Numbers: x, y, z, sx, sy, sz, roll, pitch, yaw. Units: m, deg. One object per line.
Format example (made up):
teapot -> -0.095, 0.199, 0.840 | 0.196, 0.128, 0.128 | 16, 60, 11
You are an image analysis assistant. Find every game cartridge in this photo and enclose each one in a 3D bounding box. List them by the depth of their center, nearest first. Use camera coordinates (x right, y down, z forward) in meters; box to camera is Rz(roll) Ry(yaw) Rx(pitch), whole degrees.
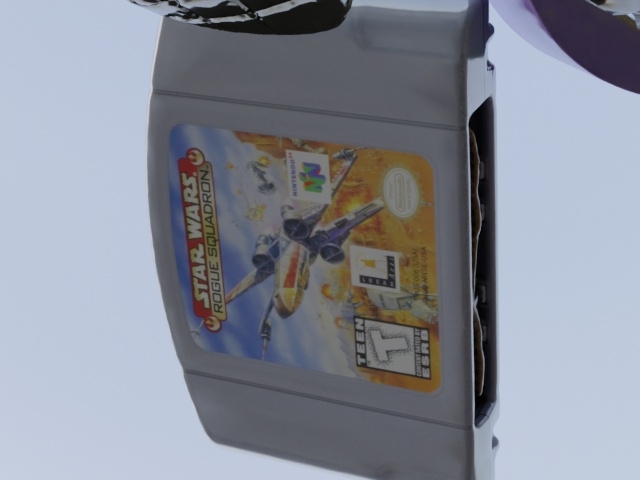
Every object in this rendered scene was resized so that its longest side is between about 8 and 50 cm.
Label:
game cartridge -> 0.000, 0.000, 0.908 | 0.198, 0.062, 0.297 | 7, -63, 21

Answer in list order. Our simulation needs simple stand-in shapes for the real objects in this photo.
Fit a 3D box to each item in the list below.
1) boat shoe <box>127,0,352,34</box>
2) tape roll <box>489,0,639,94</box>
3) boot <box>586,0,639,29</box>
boat shoe -> -0.061, -0.182, 0.599 | 0.122, 0.120, 0.324 | 6, -17, 22
tape roll -> 0.171, -0.169, 0.819 | 0.189, 0.080, 0.189 | -4, -73, -12
boot -> 0.043, -0.220, 0.369 | 0.348, 0.131, 0.260 | 29, -103, -11
